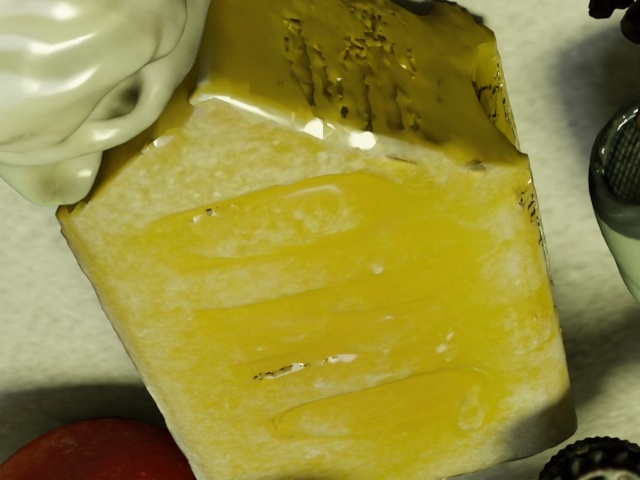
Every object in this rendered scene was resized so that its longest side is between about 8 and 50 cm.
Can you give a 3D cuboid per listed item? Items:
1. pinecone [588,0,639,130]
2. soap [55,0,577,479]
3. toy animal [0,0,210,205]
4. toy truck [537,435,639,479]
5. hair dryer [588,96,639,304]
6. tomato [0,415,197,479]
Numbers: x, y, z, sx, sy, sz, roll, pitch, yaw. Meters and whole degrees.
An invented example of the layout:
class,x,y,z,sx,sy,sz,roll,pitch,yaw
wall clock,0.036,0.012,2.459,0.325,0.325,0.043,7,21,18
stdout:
class,x,y,z,sx,sy,sz,roll,pitch,yaw
pinecone,0.195,-0.113,0.376,0.295,0.242,0.298,26,134,1
soap,0.000,0.000,0.627,0.160,0.080,0.257,-15,141,5
toy animal,-0.170,-0.027,0.481,0.266,0.308,0.188,14,-177,21
toy truck,0.088,0.148,0.697,0.285,0.111,0.136,-25,170,4
hair dryer,0.218,-0.017,0.659,0.224,0.088,0.219,-26,146,1
tomato,-0.085,0.126,0.766,0.139,0.091,0.159,15,169,16
